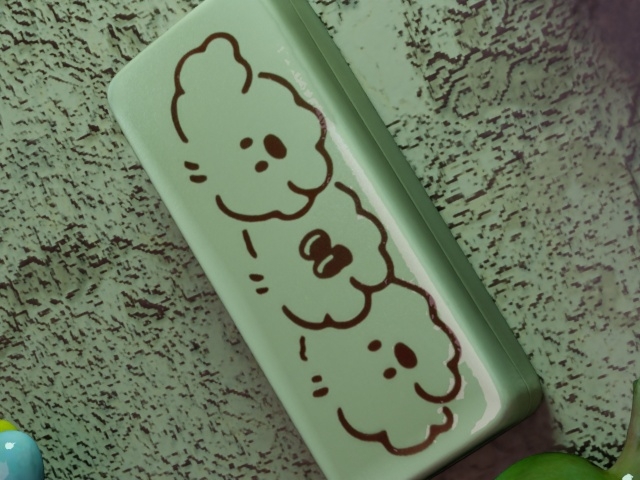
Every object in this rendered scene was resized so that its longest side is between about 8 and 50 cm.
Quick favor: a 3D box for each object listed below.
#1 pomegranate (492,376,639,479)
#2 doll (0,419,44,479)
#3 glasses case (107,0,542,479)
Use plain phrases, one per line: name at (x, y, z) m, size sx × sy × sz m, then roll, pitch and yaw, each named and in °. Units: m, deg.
pomegranate at (0.170, 0.176, 1.153) m, size 0.152 × 0.131 × 0.191 m, roll 29°, pitch 82°, yaw 26°
doll at (-0.268, 0.320, 1.324) m, size 0.376 × 0.187 × 0.365 m, roll 48°, pitch 119°, yaw -4°
glasses case at (0.000, 0.000, 1.239) m, size 0.144 × 0.076 × 0.336 m, roll -37°, pitch 78°, yaw 23°
